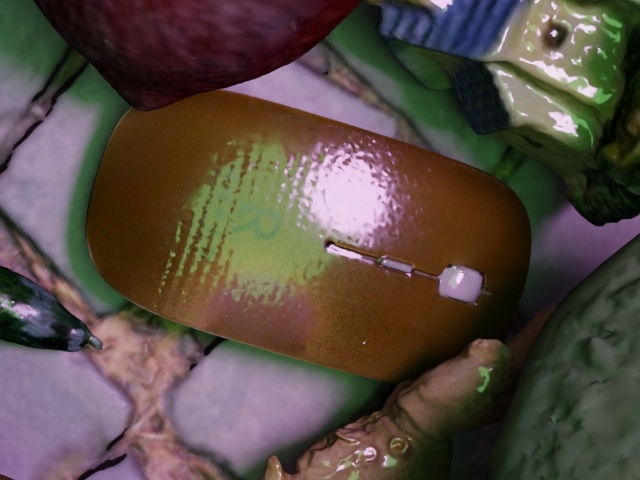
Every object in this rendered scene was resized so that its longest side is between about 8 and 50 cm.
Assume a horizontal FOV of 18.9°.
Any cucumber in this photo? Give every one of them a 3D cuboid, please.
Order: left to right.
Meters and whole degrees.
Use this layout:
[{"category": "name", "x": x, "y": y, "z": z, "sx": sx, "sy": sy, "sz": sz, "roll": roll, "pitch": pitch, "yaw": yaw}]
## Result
[{"category": "cucumber", "x": -0.178, "y": 0.024, "z": 0.974, "sx": 0.155, "sy": 0.037, "sz": 0.037, "roll": 21, "pitch": 89, "yaw": -16}]

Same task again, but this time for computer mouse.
[{"category": "computer mouse", "x": 0.000, "y": 0.000, "z": 1.011, "sx": 0.245, "sy": 0.056, "sz": 0.126, "roll": 18, "pitch": 91, "yaw": -17}]

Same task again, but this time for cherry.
[{"category": "cherry", "x": -0.055, "y": -0.200, "z": 0.906, "sx": 0.230, "sy": 0.203, "sz": 0.300, "roll": 7, "pitch": 109, "yaw": -12}]

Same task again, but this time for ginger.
[{"category": "ginger", "x": 0.043, "y": 0.131, "z": 1.015, "sx": 0.258, "sy": 0.065, "sz": 0.149, "roll": -37, "pitch": 138, "yaw": -14}]

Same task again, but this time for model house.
[{"category": "model house", "x": 0.131, "y": -0.142, "z": 0.971, "sx": 0.189, "sy": 0.195, "sz": 0.214, "roll": 28, "pitch": 85, "yaw": -8}]

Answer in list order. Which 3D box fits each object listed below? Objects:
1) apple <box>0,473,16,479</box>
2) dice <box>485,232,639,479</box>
[{"category": "apple", "x": -0.167, "y": 0.231, "z": 0.884, "sx": 0.257, "sy": 0.257, "sz": 0.234, "roll": 30, "pitch": 73, "yaw": -15}, {"category": "dice", "x": 0.281, "y": 0.174, "z": 0.908, "sx": 0.330, "sy": 0.318, "sz": 0.322, "roll": 45, "pitch": 52, "yaw": -36}]
